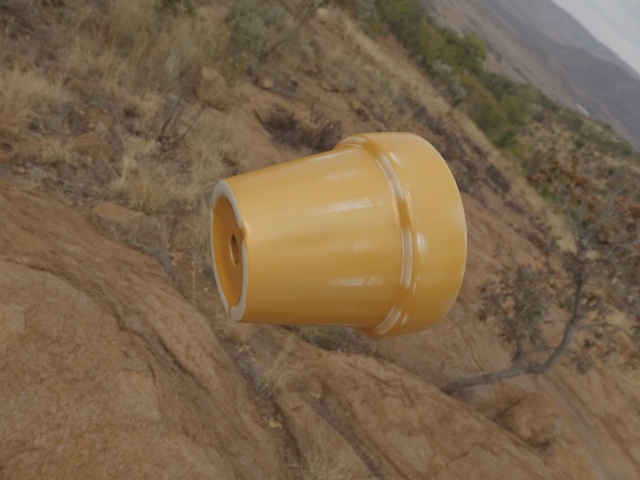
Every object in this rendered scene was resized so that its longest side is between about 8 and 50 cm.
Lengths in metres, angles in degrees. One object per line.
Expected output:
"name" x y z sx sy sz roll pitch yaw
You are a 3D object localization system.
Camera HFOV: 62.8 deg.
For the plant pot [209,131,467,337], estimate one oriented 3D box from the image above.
"plant pot" 0.000 0.000 0.504 0.187 0.205 0.205 -5 52 -25
